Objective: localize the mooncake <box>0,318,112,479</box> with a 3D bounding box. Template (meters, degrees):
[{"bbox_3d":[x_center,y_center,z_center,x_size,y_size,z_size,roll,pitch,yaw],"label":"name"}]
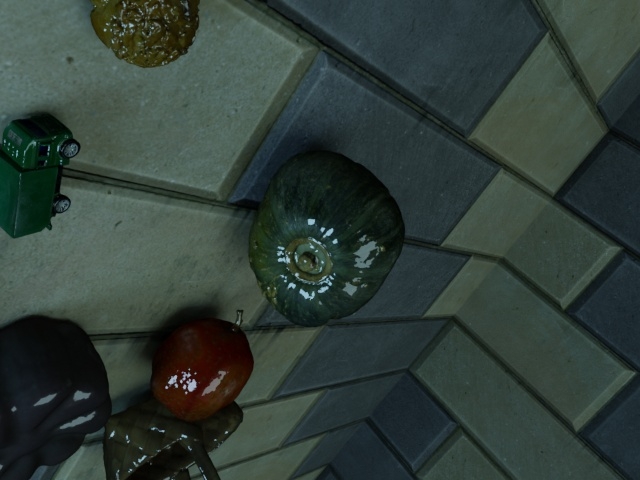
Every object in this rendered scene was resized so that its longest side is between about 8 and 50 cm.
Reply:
[{"bbox_3d":[-0.503,0.284,0.924,0.306,0.154,0.306,-30,150,-20],"label":"mooncake"}]

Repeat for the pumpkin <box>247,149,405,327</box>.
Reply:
[{"bbox_3d":[0.000,0.000,1.055,0.327,0.291,0.257,-50,172,30],"label":"pumpkin"}]

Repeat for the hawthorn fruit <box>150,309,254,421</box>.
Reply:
[{"bbox_3d":[-0.234,0.249,1.163,0.253,0.205,0.205,-47,150,10],"label":"hawthorn fruit"}]

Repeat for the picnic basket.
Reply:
[{"bbox_3d":[-0.303,0.511,1.263,0.337,0.337,0.293,-22,152,-34],"label":"picnic basket"}]

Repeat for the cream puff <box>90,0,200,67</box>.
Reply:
[{"bbox_3d":[-0.199,-0.269,0.649,0.126,0.103,0.143,-20,148,-38],"label":"cream puff"}]

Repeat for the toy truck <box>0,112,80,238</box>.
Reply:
[{"bbox_3d":[-0.366,-0.085,0.706,0.079,0.065,0.147,-25,146,-55],"label":"toy truck"}]
